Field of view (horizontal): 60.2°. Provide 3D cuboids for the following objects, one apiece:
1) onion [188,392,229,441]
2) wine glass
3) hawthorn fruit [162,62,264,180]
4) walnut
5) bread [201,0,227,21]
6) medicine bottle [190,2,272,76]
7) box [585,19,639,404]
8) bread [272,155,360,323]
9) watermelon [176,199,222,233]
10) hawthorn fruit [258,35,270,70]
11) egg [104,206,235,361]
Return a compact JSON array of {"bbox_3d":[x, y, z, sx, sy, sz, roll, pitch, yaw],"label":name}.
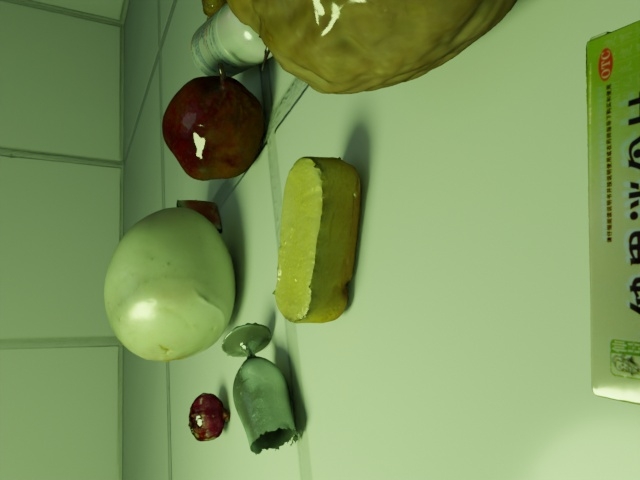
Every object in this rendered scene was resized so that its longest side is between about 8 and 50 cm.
[{"bbox_3d":[-0.252,0.398,1.247,0.107,0.097,0.107,-5,-90,-88],"label":"onion"},{"bbox_3d":[-0.109,0.257,0.968,0.103,0.103,0.222,-66,32,34],"label":"wine glass"},{"bbox_3d":[-0.213,-0.246,1.117,0.248,0.208,0.208,118,145,-53],"label":"hawthorn fruit"},{"bbox_3d":[0.046,-0.302,0.544,0.344,0.306,0.306,148,122,-66],"label":"walnut"},{"bbox_3d":[-0.246,-0.691,1.373,0.124,0.084,0.344,-117,38,-57],"label":"bread"},{"bbox_3d":[-0.164,-0.416,1.124,0.341,0.130,0.130,15,100,63],"label":"medicine bottle"},{"bbox_3d":[0.257,-0.023,0.332,0.175,0.062,0.261,-7,81,62],"label":"box"},{"bbox_3d":[0.000,0.000,0.802,0.102,0.094,0.246,13,99,53],"label":"bread"},{"bbox_3d":[-0.305,-0.067,1.412,0.094,0.135,0.125,-52,21,-13],"label":"watermelon"},{"bbox_3d":[-0.050,-0.381,0.862,0.181,0.181,0.235,49,129,54],"label":"hawthorn fruit"},{"bbox_3d":[-0.328,0.085,1.224,0.283,0.283,0.345,131,141,-50],"label":"egg"}]
